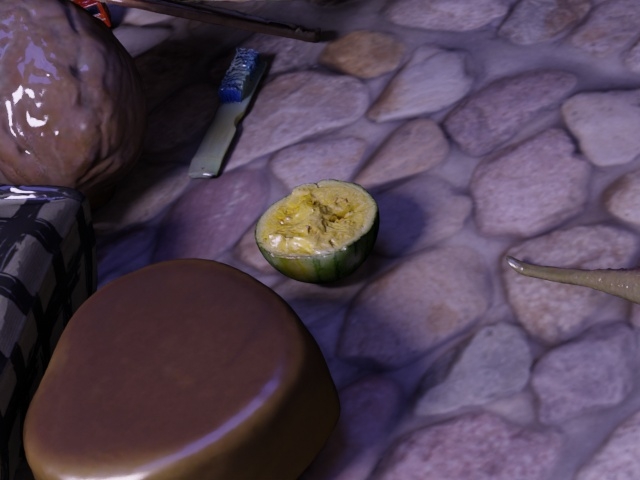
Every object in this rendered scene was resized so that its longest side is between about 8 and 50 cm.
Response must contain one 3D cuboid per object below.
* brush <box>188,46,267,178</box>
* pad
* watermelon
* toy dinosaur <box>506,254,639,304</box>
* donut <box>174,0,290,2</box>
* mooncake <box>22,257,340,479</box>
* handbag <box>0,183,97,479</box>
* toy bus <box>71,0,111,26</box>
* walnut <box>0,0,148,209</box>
[{"bbox_3d":[-0.089,-0.125,1.735,0.033,0.030,0.178,4,43,16],"label":"brush"},{"bbox_3d":[-0.181,-0.233,1.765,0.284,0.018,0.286,18,11,39],"label":"pad"},{"bbox_3d":[0.000,0.000,1.507,0.105,0.062,0.105,-8,36,6],"label":"watermelon"},{"bbox_3d":[0.273,0.034,1.347,0.251,0.072,0.200,-26,25,14],"label":"toy dinosaur"},{"bbox_3d":[-0.077,-0.323,1.784,0.307,0.150,0.371,-4,16,-25],"label":"donut"},{"bbox_3d":[-0.097,0.123,1.359,0.234,0.117,0.235,-12,40,10],"label":"mooncake"},{"bbox_3d":[-0.372,0.084,1.455,0.327,0.163,0.325,5,36,9],"label":"handbag"},{"bbox_3d":[-0.280,-0.230,1.945,0.110,0.043,0.031,-18,37,5],"label":"toy bus"},{"bbox_3d":[-0.260,-0.117,1.670,0.224,0.224,0.224,-14,38,11],"label":"walnut"}]
